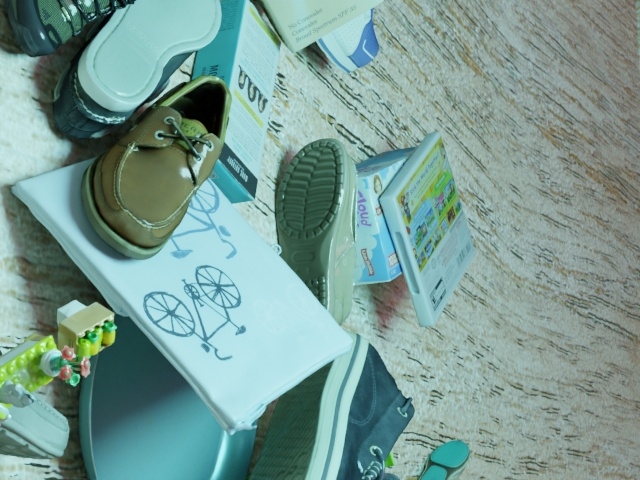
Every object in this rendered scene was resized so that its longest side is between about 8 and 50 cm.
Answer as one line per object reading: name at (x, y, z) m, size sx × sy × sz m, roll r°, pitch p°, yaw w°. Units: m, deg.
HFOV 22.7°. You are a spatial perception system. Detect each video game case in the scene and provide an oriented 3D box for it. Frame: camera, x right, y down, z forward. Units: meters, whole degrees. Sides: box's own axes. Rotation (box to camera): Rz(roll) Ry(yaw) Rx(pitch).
video game case at (0.158, -0.019, 2.296) m, size 0.227 × 0.026 × 0.206 m, roll -52°, pitch 129°, yaw -55°

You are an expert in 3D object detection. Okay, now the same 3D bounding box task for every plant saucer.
plant saucer at (-0.168, 0.183, 1.734) m, size 0.318 × 0.044 × 0.317 m, roll 3°, pitch 86°, yaw -60°

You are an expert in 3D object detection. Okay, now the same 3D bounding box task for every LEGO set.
LEGO set at (-0.263, 0.099, 1.304) m, size 0.287 × 0.107 × 0.132 m, roll 15°, pitch 80°, yaw -47°

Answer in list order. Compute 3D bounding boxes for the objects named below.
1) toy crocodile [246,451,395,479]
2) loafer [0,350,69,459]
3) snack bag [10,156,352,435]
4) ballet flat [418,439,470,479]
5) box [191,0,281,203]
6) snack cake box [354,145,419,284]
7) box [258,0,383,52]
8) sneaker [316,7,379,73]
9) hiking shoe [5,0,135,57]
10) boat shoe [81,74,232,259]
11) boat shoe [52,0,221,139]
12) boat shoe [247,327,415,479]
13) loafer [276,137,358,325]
toy crocodile at (-0.011, 0.323, 1.970) m, size 0.340 × 0.105 × 0.115 m, roll -24°, pitch 104°, yaw -62°
loafer at (-0.324, 0.101, 1.398) m, size 0.319 × 0.112 × 0.111 m, roll 47°, pitch 51°, yaw -48°
snack bag at (-0.132, 0.036, 1.697) m, size 0.342 × 0.037 × 0.323 m, roll 47°, pitch 25°, yaw 7°
ballet flat at (0.179, 0.359, 2.421) m, size 0.168 × 0.057 × 0.052 m, roll -36°, pitch 143°, yaw -57°
box at (-0.111, -0.172, 1.958) m, size 0.100 × 0.060 × 0.244 m, roll 49°, pitch 41°, yaw -48°
snack cake box at (0.093, -0.040, 2.301) m, size 0.264 × 0.089 × 0.152 m, roll -30°, pitch 110°, yaw -62°
box at (-0.057, -0.409, 1.983) m, size 0.311 × 0.148 × 0.121 m, roll 58°, pitch 1°, yaw -31°
sneaker at (0.043, -0.382, 2.158) m, size 0.127 × 0.182 × 0.315 m, roll -102°, pitch 165°, yaw -49°
hiking shoe at (-0.242, -0.269, 1.660) m, size 0.086 × 0.114 × 0.227 m, roll 64°, pitch 31°, yaw -29°
boat shoe at (-0.165, -0.093, 1.677) m, size 0.111 × 0.104 × 0.307 m, roll 37°, pitch 26°, yaw -15°
boat shoe at (-0.205, -0.212, 1.756) m, size 0.114 × 0.091 × 0.302 m, roll 47°, pitch 36°, yaw -6°
boat shoe at (0.005, 0.285, 1.772) m, size 0.156 × 0.187 × 0.500 m, roll 42°, pitch 30°, yaw -11°
loafer at (0.000, 0.000, 2.102) m, size 0.092 × 0.102 × 0.268 m, roll 23°, pitch 72°, yaw -62°
